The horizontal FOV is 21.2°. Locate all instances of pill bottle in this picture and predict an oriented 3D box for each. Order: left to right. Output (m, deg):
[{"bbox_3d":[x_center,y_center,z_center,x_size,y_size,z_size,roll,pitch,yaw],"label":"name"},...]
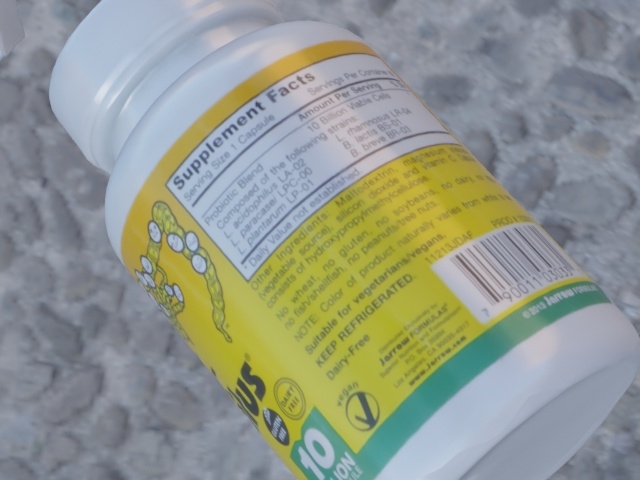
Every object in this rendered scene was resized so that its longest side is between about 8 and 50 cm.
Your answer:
[{"bbox_3d":[0.000,0.000,0.585,0.117,0.117,0.208,-47,69,15],"label":"pill bottle"}]

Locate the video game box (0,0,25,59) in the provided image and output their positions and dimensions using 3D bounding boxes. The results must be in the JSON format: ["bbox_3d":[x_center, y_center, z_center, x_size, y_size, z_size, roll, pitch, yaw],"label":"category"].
[{"bbox_3d":[-0.228,-0.083,0.743,0.187,0.205,0.048,-16,101,-5],"label":"video game box"}]
